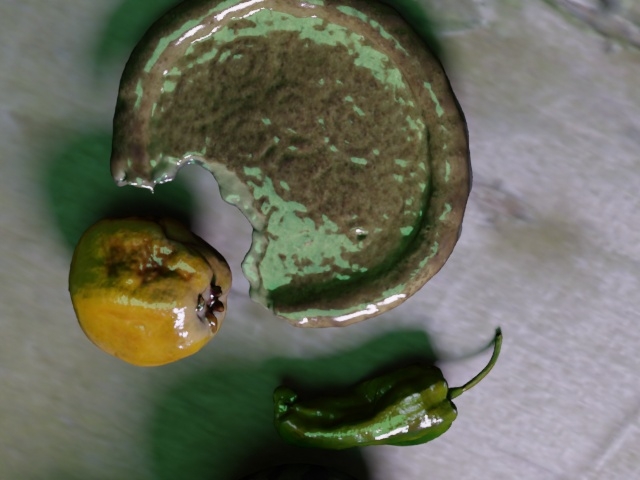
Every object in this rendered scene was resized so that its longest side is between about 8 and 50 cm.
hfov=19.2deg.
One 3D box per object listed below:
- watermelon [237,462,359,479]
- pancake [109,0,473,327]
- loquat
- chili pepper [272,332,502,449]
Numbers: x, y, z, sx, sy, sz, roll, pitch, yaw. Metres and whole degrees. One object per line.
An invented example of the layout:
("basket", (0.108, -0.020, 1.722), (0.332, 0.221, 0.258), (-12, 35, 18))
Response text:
("watermelon", (-0.020, 0.292, 1.605), (0.212, 0.212, 0.212), (1, 114, 3))
("pancake", (-0.025, -0.071, 1.493), (0.286, 0.033, 0.288), (-8, 92, 1))
("loquat", (-0.139, 0.039, 1.549), (0.137, 0.113, 0.137), (6, 108, 19))
("chili pepper", (0.061, 0.143, 1.606), (0.204, 0.072, 0.073), (-11, 111, 9))
